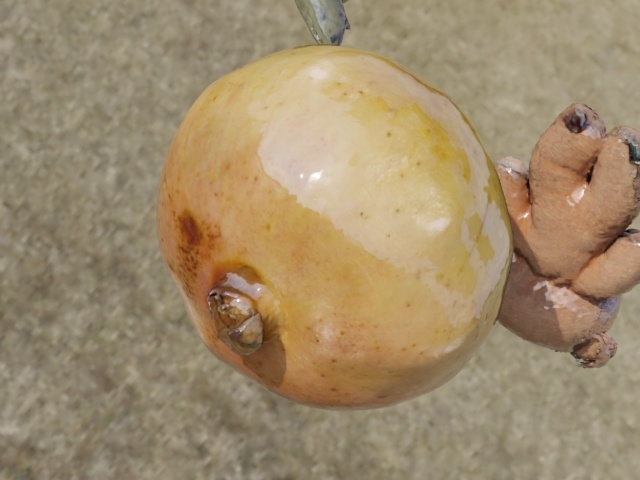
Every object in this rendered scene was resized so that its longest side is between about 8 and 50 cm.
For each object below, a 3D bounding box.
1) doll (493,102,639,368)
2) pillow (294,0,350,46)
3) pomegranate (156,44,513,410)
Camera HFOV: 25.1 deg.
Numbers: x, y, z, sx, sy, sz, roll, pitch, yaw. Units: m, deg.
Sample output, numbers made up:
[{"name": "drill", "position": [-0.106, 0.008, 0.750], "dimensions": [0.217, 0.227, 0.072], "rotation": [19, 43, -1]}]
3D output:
[{"name": "doll", "position": [0.268, -0.021, 1.477], "dimensions": [0.201, 0.303, 0.156], "rotation": [37, 46, 20]}, {"name": "pillow", "position": [-0.013, -0.366, 1.903], "dimensions": [0.093, 0.051, 0.241], "rotation": [-22, 83, -42]}, {"name": "pomegranate", "position": [0.000, 0.000, 1.284], "dimensions": [0.338, 0.338, 0.338], "rotation": [30, 31, -21]}]
